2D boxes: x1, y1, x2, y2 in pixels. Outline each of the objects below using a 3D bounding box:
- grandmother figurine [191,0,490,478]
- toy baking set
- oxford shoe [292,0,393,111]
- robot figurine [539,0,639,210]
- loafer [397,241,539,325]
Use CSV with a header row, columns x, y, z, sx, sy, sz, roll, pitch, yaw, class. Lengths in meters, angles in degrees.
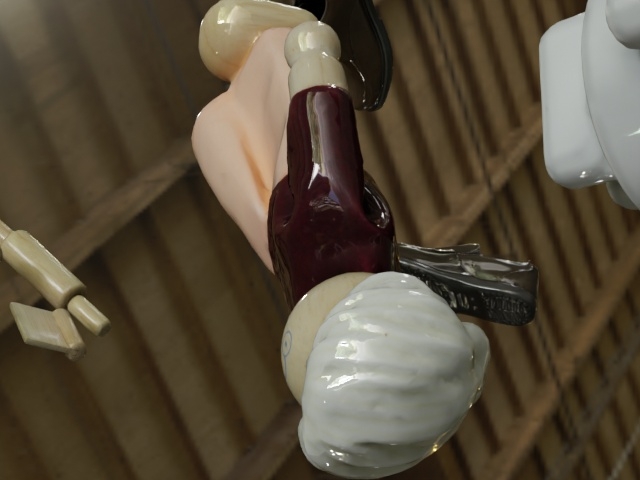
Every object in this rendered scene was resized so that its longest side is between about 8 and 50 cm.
x,y,z,sx,sy,sz,roll,pitch,yaw,class
0.000,0.000,0.698,0.342,0.104,0.208,-111,1,-60,grandmother figurine
-0.276,0.004,1.070,0.030,0.256,0.196,-56,-31,10,toy baking set
0.013,-0.214,1.395,0.096,0.083,0.227,-31,-46,-15,oxford shoe
0.300,-0.113,0.830,0.300,0.353,0.200,9,-107,-45,robot figurine
0.166,0.043,1.673,0.078,0.220,0.080,-56,-29,-35,loafer
